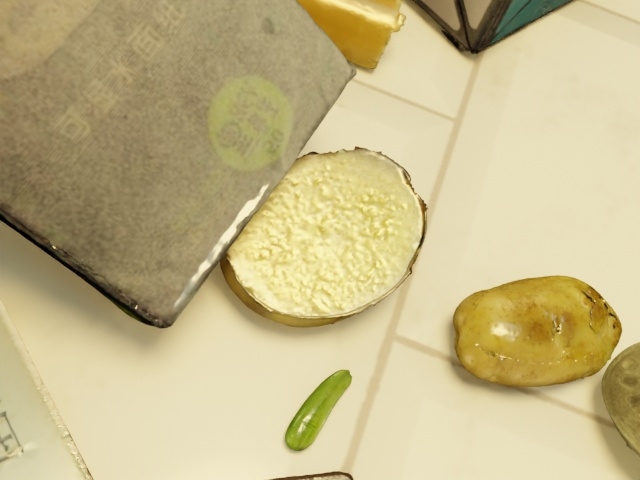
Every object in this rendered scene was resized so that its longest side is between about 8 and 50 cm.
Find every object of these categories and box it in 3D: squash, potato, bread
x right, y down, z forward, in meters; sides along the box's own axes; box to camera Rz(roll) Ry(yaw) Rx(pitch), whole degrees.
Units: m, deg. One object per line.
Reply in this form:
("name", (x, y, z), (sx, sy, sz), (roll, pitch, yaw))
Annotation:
("squash", (-0.001, 0.145, 0.652), (0.027, 0.027, 0.089), (33, 58, 7))
("potato", (0.204, 0.084, 0.699), (0.170, 0.080, 0.107), (-2, 50, -11))
("bread", (0.014, -0.280, 0.857), (0.173, 0.085, 0.134), (15, 59, -3))
("potato", (0.000, 0.000, 0.704), (0.200, 0.081, 0.164), (-27, 78, -21))

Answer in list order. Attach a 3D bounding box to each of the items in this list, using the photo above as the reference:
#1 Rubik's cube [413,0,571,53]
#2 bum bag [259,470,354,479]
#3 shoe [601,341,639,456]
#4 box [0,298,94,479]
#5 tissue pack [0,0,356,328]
("Rubik's cube", (0.228, -0.453, 0.882), (0.307, 0.305, 0.310), (-32, 70, -28))
("bum bag", (-0.040, 0.242, 0.589), (0.159, 0.026, 0.109), (-3, 61, -14))
("shoe", (0.394, 0.217, 0.641), (0.124, 0.159, 0.316), (-46, 50, 3))
("box", (-0.336, 0.234, 0.474), (0.385, 0.122, 0.345), (-27, 70, -24))
("tissue pack", (-0.192, -0.158, 0.558), (0.394, 0.124, 0.288), (43, 75, -29))
